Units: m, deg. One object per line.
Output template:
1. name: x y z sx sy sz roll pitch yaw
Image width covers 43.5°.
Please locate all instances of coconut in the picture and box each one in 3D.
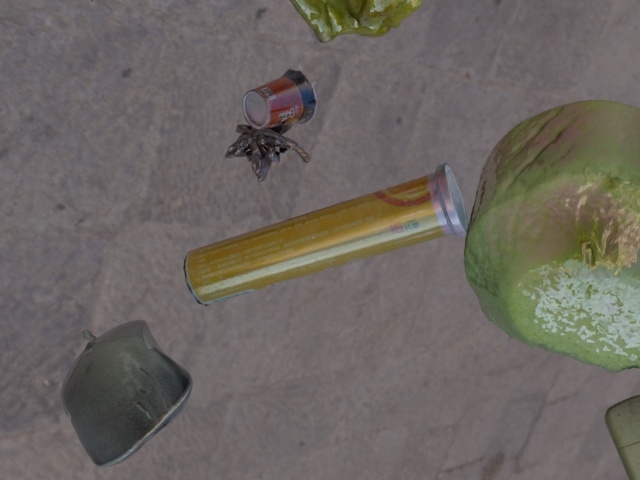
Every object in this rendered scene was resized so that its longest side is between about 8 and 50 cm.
1. coconut: 0.231 -0.008 0.686 0.236 0.236 0.205 -42 109 -16

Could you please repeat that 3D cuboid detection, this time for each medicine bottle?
1. medicine bottle: 0.000 0.000 1.193 0.425 0.108 0.108 -17 141 17

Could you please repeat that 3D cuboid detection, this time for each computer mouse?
1. computer mouse: -0.299 0.177 1.114 0.167 0.379 0.090 -42 119 -14

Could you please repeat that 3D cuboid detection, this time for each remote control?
1. remote control: 0.434 0.297 0.985 0.098 0.234 0.038 -21 136 11

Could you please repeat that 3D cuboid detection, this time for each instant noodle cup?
1. instant noodle cup: -0.095 -0.302 1.769 0.135 0.127 0.127 -26 132 -43

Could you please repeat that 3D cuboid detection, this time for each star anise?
1. star anise: -0.126 -0.246 1.914 0.089 0.231 0.209 8 83 -55

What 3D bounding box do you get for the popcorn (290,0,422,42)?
1. popcorn: 0.038 -0.452 1.161 0.312 0.312 0.312 -24 130 -32
